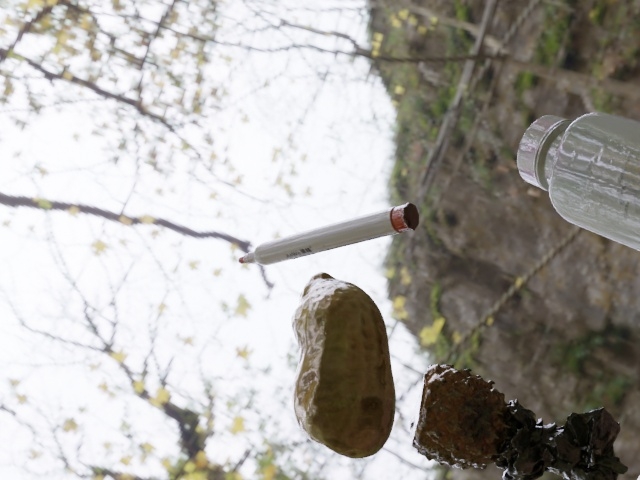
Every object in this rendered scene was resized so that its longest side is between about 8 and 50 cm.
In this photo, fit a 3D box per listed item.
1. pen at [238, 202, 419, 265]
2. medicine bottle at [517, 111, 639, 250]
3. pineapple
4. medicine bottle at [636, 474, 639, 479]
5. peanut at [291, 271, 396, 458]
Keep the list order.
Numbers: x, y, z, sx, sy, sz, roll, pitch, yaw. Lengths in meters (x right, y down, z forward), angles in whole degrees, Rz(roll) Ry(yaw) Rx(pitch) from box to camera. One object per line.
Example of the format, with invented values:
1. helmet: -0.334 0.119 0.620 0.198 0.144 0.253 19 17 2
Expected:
1. pen: 0.000 0.000 1.109 0.026 0.218 0.026 19 -115 -46
2. medicine bottle: 0.409 -0.084 1.607 0.111 0.296 0.161 3 -75 -41
3. pineapple: 0.218 0.215 1.295 0.119 0.237 0.111 73 -146 -80
4. medicine bottle: 0.557 0.341 1.743 0.237 0.139 0.139 -32 -47 -53
5. peanut: 0.021 0.148 1.437 0.122 0.137 0.253 13 -122 -29
